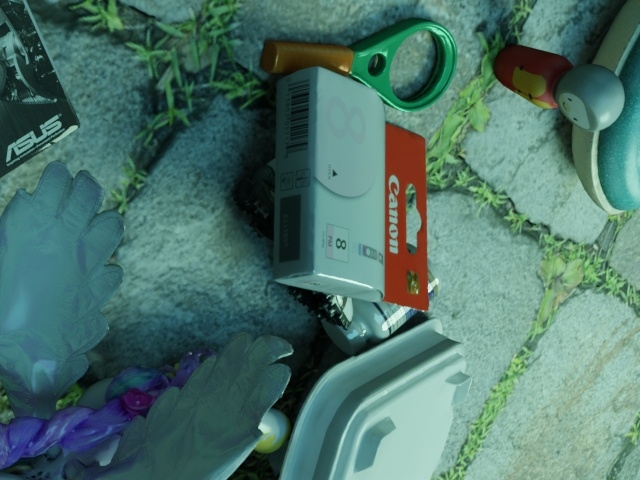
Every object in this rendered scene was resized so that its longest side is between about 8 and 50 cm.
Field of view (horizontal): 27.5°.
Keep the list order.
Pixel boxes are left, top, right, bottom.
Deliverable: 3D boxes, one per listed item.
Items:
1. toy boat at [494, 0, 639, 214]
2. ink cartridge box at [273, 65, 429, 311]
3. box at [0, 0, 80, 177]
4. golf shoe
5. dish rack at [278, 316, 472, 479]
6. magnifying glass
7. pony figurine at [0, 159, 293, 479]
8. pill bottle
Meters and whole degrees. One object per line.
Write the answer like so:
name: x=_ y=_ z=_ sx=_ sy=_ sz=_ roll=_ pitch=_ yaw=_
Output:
toy boat: x=0.333 y=-0.150 z=1.405 sx=0.318 sy=0.148 sz=0.267 roll=2 pitch=111 yaw=-42
ink cartridge box: x=0.050 y=-0.040 z=1.214 sx=0.232 sy=0.066 sz=0.189 roll=13 pitch=73 yaw=-44
box: x=-0.308 y=-0.102 z=0.935 sx=0.231 sy=0.056 sz=0.183 roll=-36 pitch=132 yaw=-22
golf shoe: x=0.000 y=0.000 z=1.240 sx=0.094 sy=0.077 sz=0.198 roll=-45 pitch=130 yaw=-23
dish rack: x=0.056 y=0.240 z=1.345 sx=0.333 sy=0.072 sz=0.285 roll=-18 pitch=127 yaw=-61
magnifying glass: x=0.041 y=-0.168 z=1.232 sx=0.231 sy=0.026 sz=0.092 roll=-4 pitch=115 yaw=-42
pony figurine: x=-0.175 y=0.161 z=1.074 sx=0.351 sy=0.303 sz=0.363 roll=-53 pitch=151 yaw=7
pill bottle: x=0.061 y=0.062 z=1.338 sx=0.120 sy=0.067 sz=0.067 roll=-39 pitch=132 yaw=-19
